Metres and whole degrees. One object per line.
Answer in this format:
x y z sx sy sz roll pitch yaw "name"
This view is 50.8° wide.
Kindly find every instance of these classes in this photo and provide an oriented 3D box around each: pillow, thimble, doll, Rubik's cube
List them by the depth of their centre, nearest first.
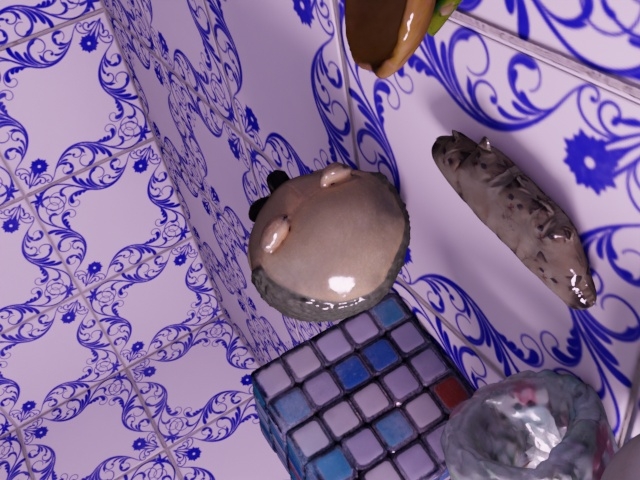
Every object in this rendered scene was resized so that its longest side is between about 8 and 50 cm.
0.192 -0.036 0.670 0.241 0.051 0.093 54 166 25 "pillow"
0.239 0.252 0.737 0.211 0.185 0.149 -105 -9 -77 "thimble"
0.000 0.000 0.996 0.247 0.247 0.349 59 178 6 "doll"
0.077 0.315 1.137 0.292 0.293 0.287 51 160 26 "Rubik's cube"

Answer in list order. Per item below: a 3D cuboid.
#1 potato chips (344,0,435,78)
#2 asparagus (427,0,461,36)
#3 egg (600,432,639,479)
0.071 -0.257 0.612 0.195 0.062 0.208 122 144 -69 "potato chips"
0.126 -0.241 0.584 0.034 0.027 0.236 48 161 6 "asparagus"
0.316 0.239 0.576 0.151 0.151 0.209 50 163 33 "egg"
